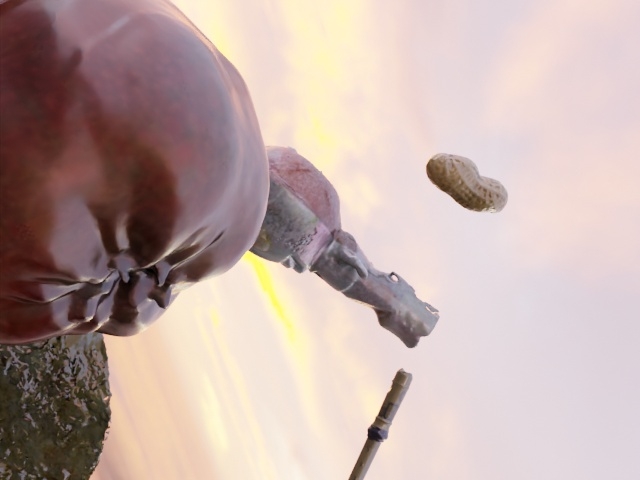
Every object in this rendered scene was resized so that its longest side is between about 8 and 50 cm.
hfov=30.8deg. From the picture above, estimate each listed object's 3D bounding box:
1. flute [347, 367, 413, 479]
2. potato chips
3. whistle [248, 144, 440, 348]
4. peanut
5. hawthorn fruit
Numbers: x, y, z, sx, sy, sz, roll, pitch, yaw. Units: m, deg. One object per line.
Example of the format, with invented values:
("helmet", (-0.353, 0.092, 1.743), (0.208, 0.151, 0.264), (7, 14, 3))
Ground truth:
("flute", (0.044, 0.245, 1.250), (0.027, 0.233, 0.027), (26, 0, 0))
("potato chips", (-0.219, 0.123, 0.852), (0.142, 0.209, 0.026), (26, 6, -17))
("whistle", (0.001, -0.001, 1.404), (0.346, 0.133, 0.142), (40, -36, -9))
("peanut", (0.176, -0.069, 1.400), (0.113, 0.054, 0.054), (31, 0, -14))
("hawthorn fruit", (-0.151, -0.068, 0.659), (0.248, 0.208, 0.208), (59, -11, 19))
